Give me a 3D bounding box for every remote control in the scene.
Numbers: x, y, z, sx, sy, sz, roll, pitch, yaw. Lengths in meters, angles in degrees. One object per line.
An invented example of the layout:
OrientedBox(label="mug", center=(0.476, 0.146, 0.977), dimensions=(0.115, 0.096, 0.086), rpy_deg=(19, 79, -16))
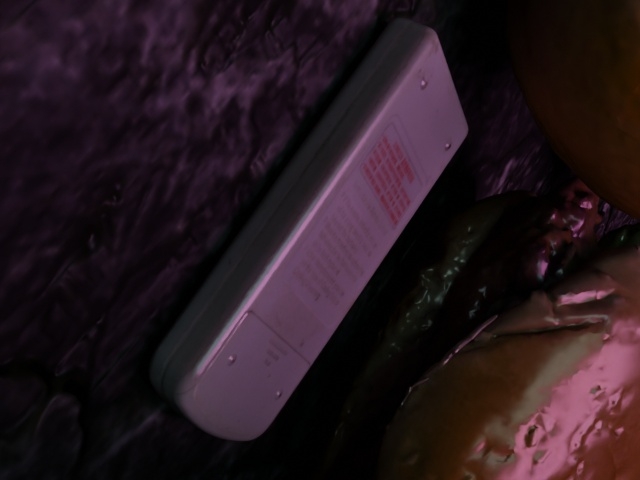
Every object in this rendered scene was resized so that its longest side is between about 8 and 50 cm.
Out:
OrientedBox(label="remote control", center=(0.000, 0.000, 0.395), dimensions=(0.190, 0.029, 0.087), rpy_deg=(-56, 151, -10))

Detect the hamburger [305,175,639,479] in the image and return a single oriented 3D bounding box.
OrientedBox(label="hamburger", center=(0.079, 0.127, 0.517), dimensions=(0.245, 0.155, 0.282), rpy_deg=(-33, 132, -26))

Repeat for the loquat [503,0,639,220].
OrientedBox(label="loquat", center=(0.196, -0.111, 0.419), dimensions=(0.238, 0.238, 0.193), rpy_deg=(-65, 167, 7))

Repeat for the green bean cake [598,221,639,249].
OrientedBox(label="green bean cake", center=(0.232, 0.090, 0.705), dimensions=(0.222, 0.125, 0.248), rpy_deg=(-9, 142, -54))
